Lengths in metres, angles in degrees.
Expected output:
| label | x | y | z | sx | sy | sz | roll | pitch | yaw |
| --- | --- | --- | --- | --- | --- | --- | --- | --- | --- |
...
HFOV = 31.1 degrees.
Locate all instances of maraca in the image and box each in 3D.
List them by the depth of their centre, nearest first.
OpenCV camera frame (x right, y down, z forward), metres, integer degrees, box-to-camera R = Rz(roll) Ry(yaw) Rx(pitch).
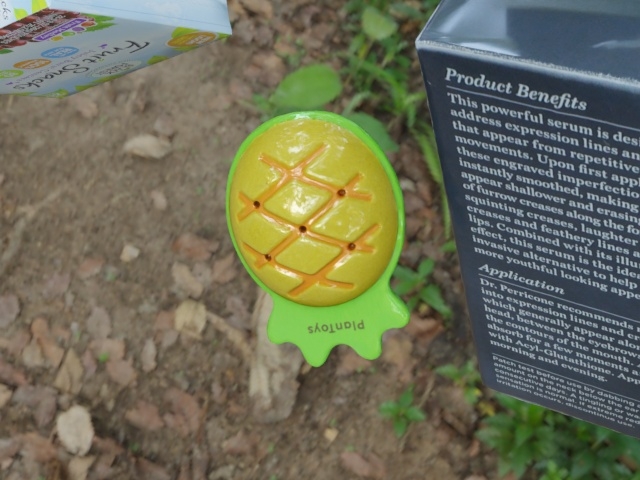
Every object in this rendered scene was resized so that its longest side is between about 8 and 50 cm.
| label | x | y | z | sx | sy | sz | roll | pitch | yaw |
| --- | --- | --- | --- | --- | --- | --- | --- | --- | --- |
| maraca | 0.000 | 0.000 | 0.814 | 0.127 | 0.185 | 0.099 | -8 | 13 | 15 |

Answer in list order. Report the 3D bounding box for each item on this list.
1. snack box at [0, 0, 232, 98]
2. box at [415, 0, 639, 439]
| label | x | y | z | sx | sy | sz | roll | pitch | yaw |
| --- | --- | --- | --- | --- | --- | --- | --- | --- | --- |
| snack box | -0.200 | -0.164 | 0.852 | 0.174 | 0.207 | 0.070 | -4 | 85 | -52 |
| box | 0.245 | -0.077 | 0.821 | 0.212 | 0.395 | 0.293 | 17 | 58 | 26 |
